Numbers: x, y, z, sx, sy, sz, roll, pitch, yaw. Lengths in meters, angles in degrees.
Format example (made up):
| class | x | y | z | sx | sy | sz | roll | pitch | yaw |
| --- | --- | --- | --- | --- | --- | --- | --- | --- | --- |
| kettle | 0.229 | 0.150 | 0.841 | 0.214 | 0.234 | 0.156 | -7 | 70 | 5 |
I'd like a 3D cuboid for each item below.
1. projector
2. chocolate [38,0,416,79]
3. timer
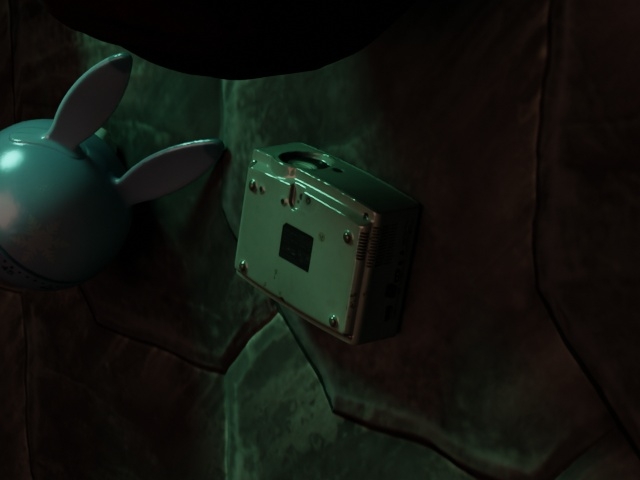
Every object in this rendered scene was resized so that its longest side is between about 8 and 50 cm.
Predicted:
| class | x | y | z | sx | sy | sz | roll | pitch | yaw |
| --- | --- | --- | --- | --- | --- | --- | --- | --- | --- |
| projector | 0.000 | 0.000 | 1.077 | 0.147 | 0.061 | 0.115 | 29 | 118 | 41 |
| chocolate | -0.058 | -0.281 | 0.901 | 0.383 | 0.383 | 0.331 | 18 | 128 | 46 |
| timer | -0.217 | -0.066 | 1.270 | 0.255 | 0.175 | 0.175 | -44 | 62 | 14 |
